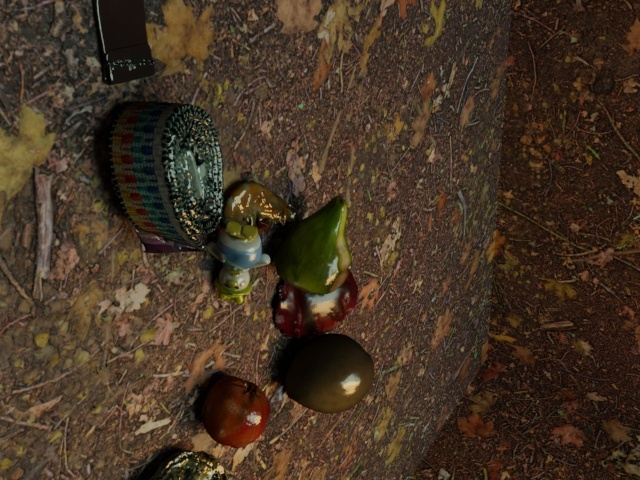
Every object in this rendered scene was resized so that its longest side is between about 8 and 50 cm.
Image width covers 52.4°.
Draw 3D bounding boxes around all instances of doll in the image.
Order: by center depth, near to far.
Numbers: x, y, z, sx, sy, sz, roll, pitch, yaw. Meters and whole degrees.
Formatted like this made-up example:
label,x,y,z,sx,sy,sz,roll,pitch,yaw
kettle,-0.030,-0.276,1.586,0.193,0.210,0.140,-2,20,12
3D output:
label,x,y,z,sx,sy,sz,roll,pitch,yaw
doll,-0.199,0.053,1.556,0.135,0.098,0.240,-8,130,-28

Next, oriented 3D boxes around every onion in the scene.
label,x,y,z,sx,sy,sz,roll,pitch,yaw
onion,-0.003,0.190,1.935,0.280,0.146,0.314,-38,141,-36

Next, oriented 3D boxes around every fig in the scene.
label,x,y,z,sx,sy,sz,roll,pitch,yaw
fig,0.000,0.000,1.747,0.206,0.206,0.274,-3,117,-57

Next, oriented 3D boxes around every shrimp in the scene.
label,x,y,z,sx,sy,sz,roll,pitch,yaw
shrimp,-0.148,-0.056,1.637,0.287,0.063,0.152,24,88,-56

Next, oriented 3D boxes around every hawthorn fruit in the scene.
label,x,y,z,sx,sy,sz,roll,pitch,yaw
hawthorn fruit,-0.233,0.463,1.713,0.200,0.179,0.179,-55,153,16

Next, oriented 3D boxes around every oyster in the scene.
label,x,y,z,sx,sy,sz,roll,pitch,yaw
oyster,-0.383,0.637,1.606,0.351,0.162,0.158,-20,155,-42

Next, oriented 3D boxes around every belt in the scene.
label,x,y,z,sx,sy,sz,roll,pitch,yaw
belt,-0.300,-0.130,1.270,0.206,0.161,0.294,-65,155,-44

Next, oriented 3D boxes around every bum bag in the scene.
label,x,y,z,sx,sy,sz,roll,pitch,yaw
bum bag,-0.351,-0.366,1.174,0.109,0.026,0.159,-33,133,-44

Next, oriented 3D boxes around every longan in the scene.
label,x,y,z,sx,sy,sz,roll,pitch,yaw
longan,0.021,0.411,2.002,0.300,0.300,0.243,18,51,-59
